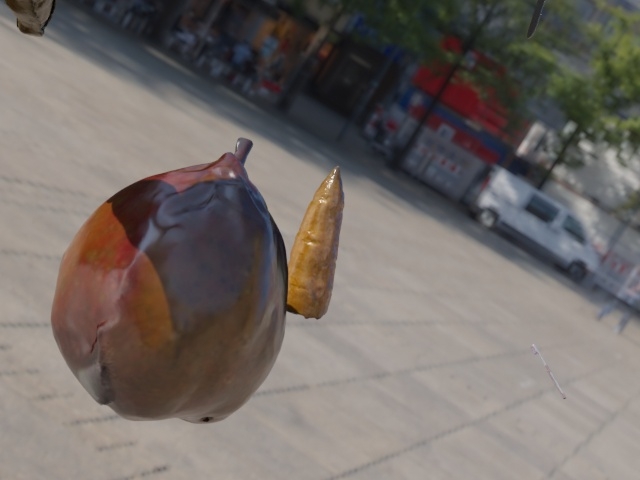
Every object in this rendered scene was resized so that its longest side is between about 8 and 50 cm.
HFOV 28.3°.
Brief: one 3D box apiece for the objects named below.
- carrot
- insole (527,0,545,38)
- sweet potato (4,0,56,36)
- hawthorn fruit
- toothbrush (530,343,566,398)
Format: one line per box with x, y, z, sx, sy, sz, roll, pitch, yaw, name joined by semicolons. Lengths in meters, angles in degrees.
0.000;0.000;1.702;0.072;0.205;0.072;15;6;-2;carrot
0.325;-0.363;1.829;0.002;0.152;0.053;19;-1;-8;insole
-0.317;-0.292;1.302;0.085;0.112;0.286;31;-15;0;sweet potato
-0.170;0.069;1.554;0.308;0.325;0.308;39;27;-24;hawthorn fruit
0.337;0.194;1.878;0.006;0.008;0.097;6;47;-45;toothbrush
